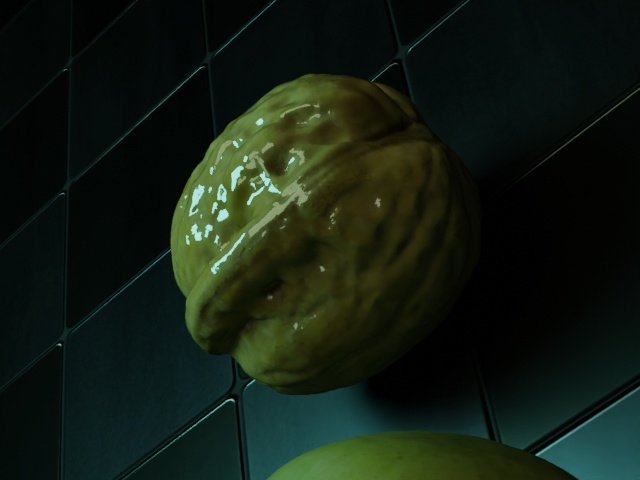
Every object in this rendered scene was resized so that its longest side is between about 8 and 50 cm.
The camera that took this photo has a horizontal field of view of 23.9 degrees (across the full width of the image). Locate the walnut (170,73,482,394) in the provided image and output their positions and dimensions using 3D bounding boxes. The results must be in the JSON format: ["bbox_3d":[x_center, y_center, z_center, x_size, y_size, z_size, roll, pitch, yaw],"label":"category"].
[{"bbox_3d":[0.000,0.000,1.185,0.257,0.257,0.224,-45,71,17],"label":"walnut"}]

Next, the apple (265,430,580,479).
[{"bbox_3d":[0.059,0.236,0.896,0.262,0.262,0.262,-32,40,32],"label":"apple"}]
